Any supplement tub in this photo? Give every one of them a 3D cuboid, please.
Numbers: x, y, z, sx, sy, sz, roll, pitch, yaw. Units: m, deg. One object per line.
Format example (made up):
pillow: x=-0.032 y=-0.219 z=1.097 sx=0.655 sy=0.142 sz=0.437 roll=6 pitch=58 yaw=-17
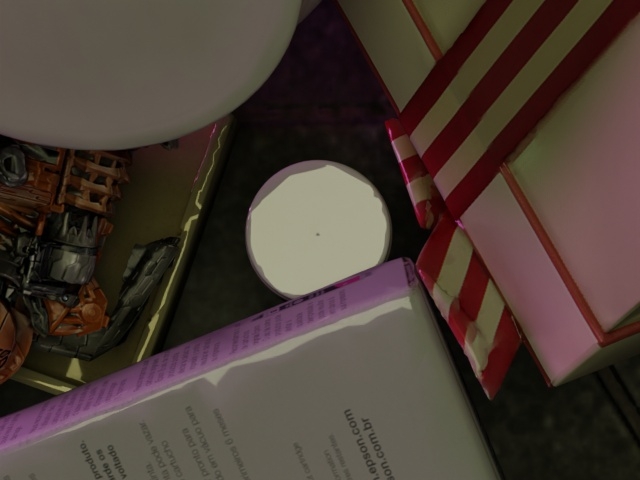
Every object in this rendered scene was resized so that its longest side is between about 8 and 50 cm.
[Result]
supplement tub: x=0.000 y=0.000 z=0.809 sx=0.071 sy=0.107 sz=0.071 roll=0 pitch=85 yaw=2
supplement tub: x=-0.079 y=-0.212 z=0.705 sx=0.228 sy=0.228 sz=0.316 roll=8 pitch=45 yaw=3

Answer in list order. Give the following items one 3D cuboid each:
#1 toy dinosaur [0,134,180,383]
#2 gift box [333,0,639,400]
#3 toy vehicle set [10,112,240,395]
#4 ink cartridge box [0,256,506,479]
toy dinosaur: x=-0.194 y=0.007 z=0.766 sx=0.218 sy=0.164 sz=0.322 roll=36 pitch=66 yaw=-11
gift box: x=0.170 y=-0.081 z=0.698 sx=0.255 sy=0.258 sz=0.276 roll=-11 pitch=68 yaw=-29
toy vehicle set: x=-0.193 y=-0.029 z=0.854 sx=0.267 sy=0.035 sz=0.166 roll=20 pitch=86 yaw=4
ink cartridge box: x=-0.048 y=0.215 z=0.765 sx=0.330 sy=0.071 sz=0.324 roll=-21 pitch=102 yaw=6
